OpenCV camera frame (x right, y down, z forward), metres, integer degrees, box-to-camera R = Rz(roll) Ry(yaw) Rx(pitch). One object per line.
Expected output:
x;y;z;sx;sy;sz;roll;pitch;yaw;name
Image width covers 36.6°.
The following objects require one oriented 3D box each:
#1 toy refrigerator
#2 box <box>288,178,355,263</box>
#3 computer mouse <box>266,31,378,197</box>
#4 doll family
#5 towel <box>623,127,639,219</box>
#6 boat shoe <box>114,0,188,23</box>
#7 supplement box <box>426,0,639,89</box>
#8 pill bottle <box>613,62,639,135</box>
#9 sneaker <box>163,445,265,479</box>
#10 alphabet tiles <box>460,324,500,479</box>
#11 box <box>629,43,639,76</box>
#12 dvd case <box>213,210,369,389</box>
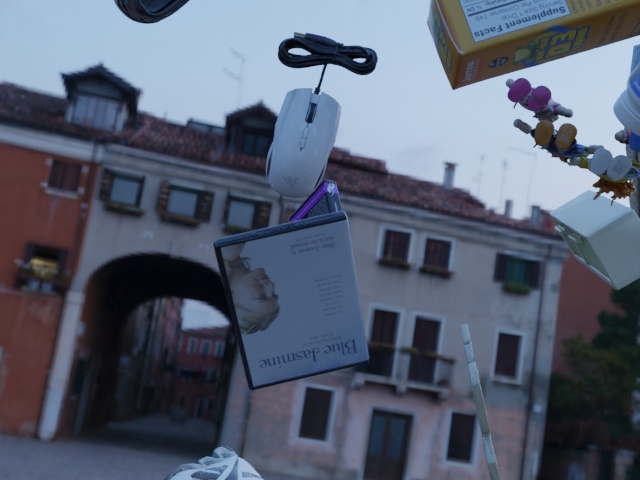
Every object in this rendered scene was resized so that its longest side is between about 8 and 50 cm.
0.467;-0.005;1.616;0.094;0.102;0.269;-31;8;6;toy refrigerator
0.000;0.000;1.545;0.029;0.162;0.116;12;-39;-31;box
-0.011;-0.128;1.059;0.106;0.193;0.042;13;24;-4;computer mouse
0.352;-0.126;1.310;0.263;0.118;0.163;26;10;19;doll family
0.582;-0.135;1.686;0.049;0.282;0.187;3;26;34;towel
-0.146;-0.425;1.277;0.127;0.340;0.113;45;2;-25;boat shoe
0.211;-0.202;0.814;0.233;0.080;0.078;-15;-16;0;supplement box
0.402;-0.187;1.106;0.078;0.078;0.137;13;-45;-19;pill bottle
-0.167;0.422;1.504;0.146;0.122;0.330;28;17;18;sneaker
0.201;0.281;1.084;0.011;0.343;0.285;-12;13;8;alphabet tiles
0.542;-0.226;1.496;0.072;0.126;0.137;-14;-40;44;box
-0.035;0.088;1.333;0.180;0.253;0.022;-13;32;-5;dvd case
